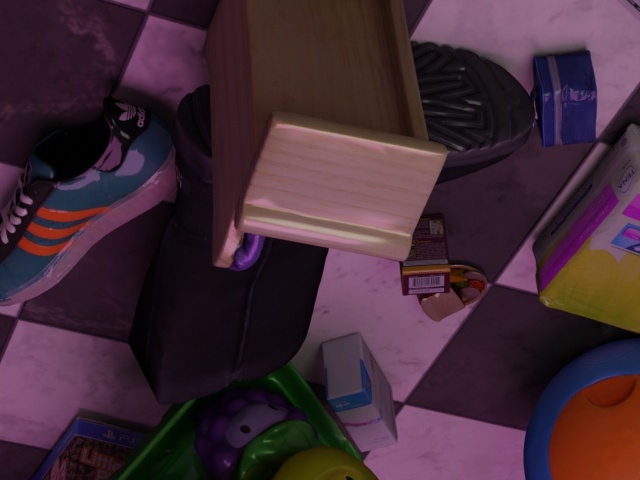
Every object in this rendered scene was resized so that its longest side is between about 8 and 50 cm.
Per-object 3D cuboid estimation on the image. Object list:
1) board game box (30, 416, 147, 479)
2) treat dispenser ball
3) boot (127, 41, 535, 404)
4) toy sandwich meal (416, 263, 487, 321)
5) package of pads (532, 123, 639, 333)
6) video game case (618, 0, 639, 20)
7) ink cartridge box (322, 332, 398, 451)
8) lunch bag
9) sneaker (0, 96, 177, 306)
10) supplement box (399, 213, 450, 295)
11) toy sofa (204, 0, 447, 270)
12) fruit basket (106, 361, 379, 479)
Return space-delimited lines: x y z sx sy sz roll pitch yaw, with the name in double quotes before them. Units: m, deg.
"board game box" -0.293 0.413 2.087 0.141 0.291 0.232 18 137 -22
"treat dispenser ball" 0.384 0.259 1.957 0.288 0.288 0.288 -1 138 -1
"boot" -0.002 0.000 1.748 0.367 0.146 0.445 -5 143 -16
"toy sandwich meal" 0.152 0.060 1.914 0.085 0.029 0.085 -1 138 -1
"package of pads" 0.406 0.013 1.820 0.296 0.101 0.229 16 135 -19
"video game case" 0.377 -0.242 1.594 0.143 0.019 0.157 -34 129 30
"ink cartridge box" 0.048 0.185 2.005 0.052 0.088 0.122 -17 136 14
"lunch bag" 0.242 -0.139 1.667 0.065 0.067 0.098 -5 140 4
"sneaker" -0.278 -0.047 1.725 0.302 0.108 0.121 -36 128 22
"supplement box" 0.113 0.016 1.822 0.055 0.083 0.043 -3 139 1
"toy sofa" -0.005 -0.133 1.444 0.150 0.362 0.177 10 130 -15
"fruit basket" -0.069 0.299 1.875 0.392 0.392 0.283 -30 105 27
